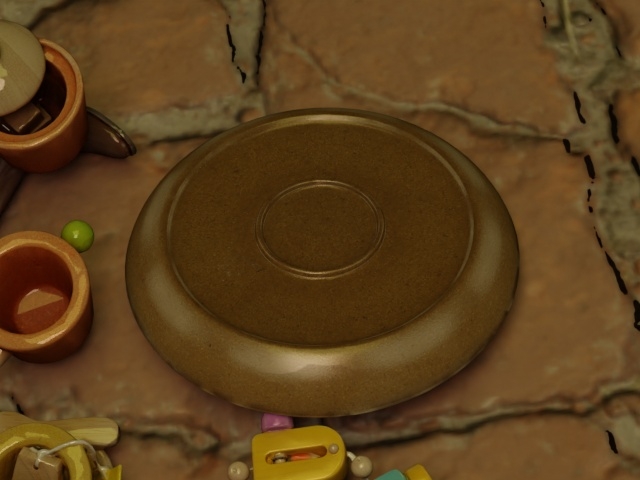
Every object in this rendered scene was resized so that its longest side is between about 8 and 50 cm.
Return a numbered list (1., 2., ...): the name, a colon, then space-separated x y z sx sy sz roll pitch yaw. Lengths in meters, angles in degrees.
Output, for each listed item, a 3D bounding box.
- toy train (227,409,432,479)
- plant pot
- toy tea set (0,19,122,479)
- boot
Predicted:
1. toy train: -0.008 0.164 1.012 0.166 0.046 0.125 16 63 17
2. plant pot: 0.000 0.000 1.089 0.236 0.032 0.236 -2 50 2
3. toy tea set: -0.218 0.026 1.041 0.200 0.124 0.336 -4 68 3
4. boot: -0.185 -0.037 1.148 0.106 0.037 0.114 20 61 27
